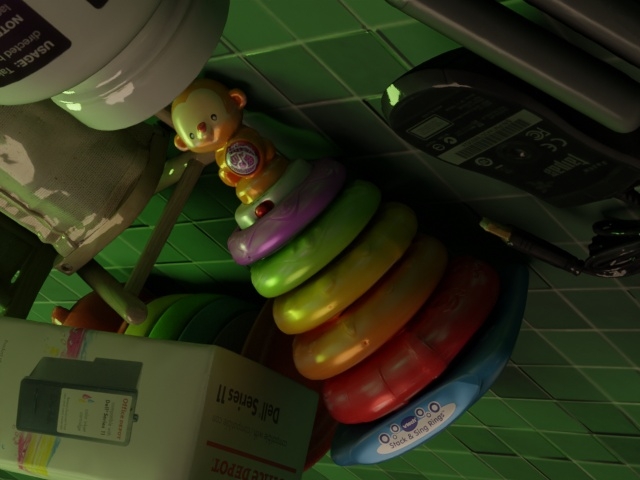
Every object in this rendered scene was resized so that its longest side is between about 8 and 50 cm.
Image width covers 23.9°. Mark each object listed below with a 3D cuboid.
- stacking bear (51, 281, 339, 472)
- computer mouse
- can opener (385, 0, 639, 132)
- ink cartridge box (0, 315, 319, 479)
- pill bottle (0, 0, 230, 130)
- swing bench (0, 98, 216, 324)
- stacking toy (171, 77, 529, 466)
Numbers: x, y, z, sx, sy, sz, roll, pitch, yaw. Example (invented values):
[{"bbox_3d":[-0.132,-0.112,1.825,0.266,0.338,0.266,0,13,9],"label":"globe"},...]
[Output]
[{"bbox_3d":[-0.129,0.115,1.434,0.289,0.164,0.175,12,154,35],"label":"stacking bear"},{"bbox_3d":[0.139,-0.053,0.955,0.262,0.060,0.184,20,155,-21],"label":"computer mouse"},{"bbox_3d":[0.065,-0.153,0.816,0.280,0.074,0.093,28,-170,-7],"label":"can opener"},{"bbox_3d":[-0.140,0.145,1.206,0.353,0.119,0.207,7,168,24],"label":"ink cartridge box"},{"bbox_3d":[-0.195,-0.193,0.790,0.181,0.181,0.323,1,152,41],"label":"pill bottle"},{"bbox_3d":[-0.253,-0.065,1.158,0.253,0.165,0.254,36,159,-28],"label":"swing bench"},{"bbox_3d":[0.000,0.000,1.100,0.175,0.166,0.302,-36,102,27],"label":"stacking toy"}]
